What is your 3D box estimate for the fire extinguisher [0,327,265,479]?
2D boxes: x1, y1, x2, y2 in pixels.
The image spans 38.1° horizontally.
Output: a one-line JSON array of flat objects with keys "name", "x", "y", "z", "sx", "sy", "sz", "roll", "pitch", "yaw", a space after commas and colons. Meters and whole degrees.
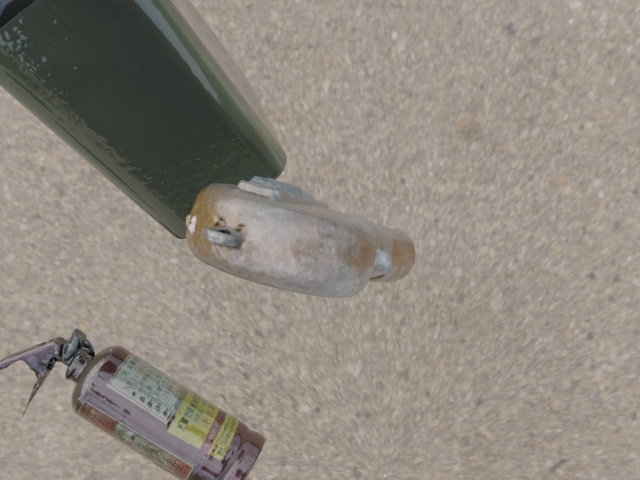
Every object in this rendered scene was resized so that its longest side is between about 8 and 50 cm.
[{"name": "fire extinguisher", "x": -0.182, "y": 0.159, "z": 0.842, "sx": 0.252, "sy": 0.075, "sz": 0.106, "roll": 32, "pitch": 82, "yaw": -3}]

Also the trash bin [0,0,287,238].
[{"name": "trash bin", "x": -0.142, "y": -0.136, "z": 0.645, "sx": 0.122, "sy": 0.240, "sz": 0.164, "roll": -34, "pitch": 42, "yaw": 8}]

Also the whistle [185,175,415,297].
[{"name": "whistle", "x": 0.000, "y": 0.000, "z": 0.555, "sx": 0.107, "sy": 0.220, "sz": 0.057, "roll": 18, "pitch": 94, "yaw": 30}]
